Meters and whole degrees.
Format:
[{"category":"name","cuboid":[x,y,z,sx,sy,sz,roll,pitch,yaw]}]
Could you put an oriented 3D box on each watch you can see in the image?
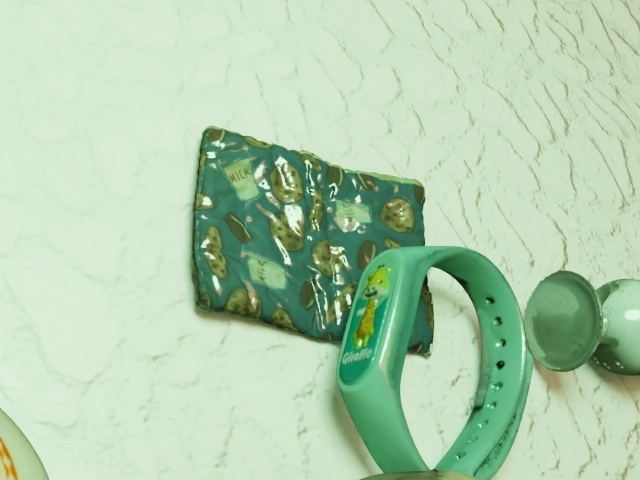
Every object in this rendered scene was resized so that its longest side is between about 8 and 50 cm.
[{"category":"watch","cuboid":[0.104,0.114,0.848,0.195,0.068,0.237,36,53,-28]}]

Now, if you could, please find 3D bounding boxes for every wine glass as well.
[{"category":"wine glass","cuboid":[0.331,0.091,1.004,0.231,0.103,0.103,7,62,-34]}]

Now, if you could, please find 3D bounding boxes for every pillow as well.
[{"category":"pillow","cuboid":[-0.001,0.001,0.885,0.255,0.034,0.189,15,60,-28]}]

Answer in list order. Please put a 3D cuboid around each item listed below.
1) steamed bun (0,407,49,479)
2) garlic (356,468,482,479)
[{"category":"steamed bun","cuboid":[-0.251,0.165,0.534,0.232,0.145,0.232,26,43,-27]},{"category":"garlic","cuboid":[0.082,0.291,0.609,0.317,0.317,0.259,23,92,-21]}]
